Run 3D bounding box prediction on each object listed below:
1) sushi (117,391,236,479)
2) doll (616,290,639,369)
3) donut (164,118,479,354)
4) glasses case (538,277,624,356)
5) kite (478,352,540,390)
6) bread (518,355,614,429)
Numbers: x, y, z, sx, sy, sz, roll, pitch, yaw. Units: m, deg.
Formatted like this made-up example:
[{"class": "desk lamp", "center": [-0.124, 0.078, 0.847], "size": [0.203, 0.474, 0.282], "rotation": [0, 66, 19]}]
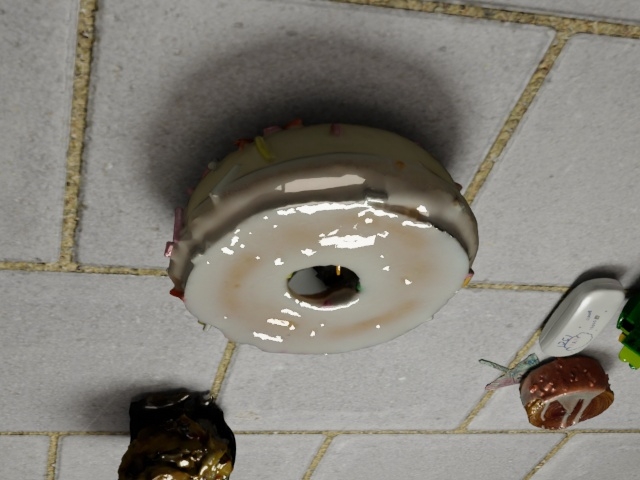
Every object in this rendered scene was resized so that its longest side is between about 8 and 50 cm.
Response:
[{"class": "sushi", "center": [-0.244, 0.373, 1.617], "size": [0.213, 0.204, 0.200], "rotation": [-16, 140, 2]}, {"class": "doll", "center": [0.509, 0.140, 1.519], "size": [0.134, 0.106, 0.186], "rotation": [-51, 161, -9]}, {"class": "donut", "center": [0.000, 0.000, 1.197], "size": [0.382, 0.142, 0.383], "rotation": [-5, 144, -4]}, {"class": "glasses case", "center": [0.403, 0.122, 1.528], "size": [0.076, 0.049, 0.197], "rotation": [2, 143, -15]}, {"class": "kite", "center": [0.323, 0.228, 1.700], "size": [0.152, 0.005, 0.137], "rotation": [15, 138, -28]}, {"class": "bread", "center": [0.427, 0.263, 1.710], "size": [0.160, 0.073, 0.160], "rotation": [-6, 144, -4]}]
